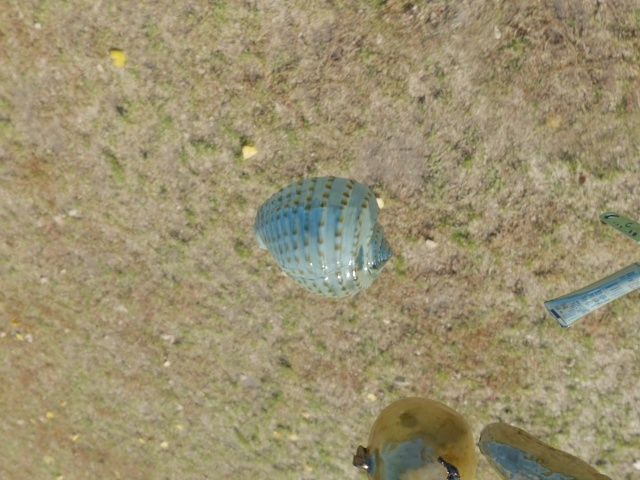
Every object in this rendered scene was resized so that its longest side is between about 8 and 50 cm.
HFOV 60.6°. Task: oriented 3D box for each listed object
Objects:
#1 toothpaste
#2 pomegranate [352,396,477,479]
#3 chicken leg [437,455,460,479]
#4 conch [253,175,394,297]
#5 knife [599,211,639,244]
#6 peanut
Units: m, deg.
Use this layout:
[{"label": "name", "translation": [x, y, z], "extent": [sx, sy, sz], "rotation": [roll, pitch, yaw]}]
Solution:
[{"label": "toothpaste", "translation": [0.610, 0.113, 1.189], "extent": [0.069, 0.047, 0.268], "rotation": [29, 138, -14]}, {"label": "pomegranate", "translation": [0.246, 0.529, 1.330], "extent": [0.308, 0.307, 0.307], "rotation": [13, 128, 17]}, {"label": "chicken leg", "translation": [0.260, 0.464, 1.082], "extent": [0.036, 0.021, 0.083], "rotation": [-18, 95, 39]}, {"label": "conch", "translation": [0.005, 0.011, 1.281], "extent": [0.320, 0.215, 0.302], "rotation": [-10, 136, 0]}, {"label": "knife", "translation": [0.676, -0.005, 1.128], "extent": [0.043, 0.293, 0.020], "rotation": [-44, 113, 8]}, {"label": "peanut", "translation": [0.337, 0.345, 0.825], "extent": [0.214, 0.099, 0.099], "rotation": [9, 130, 46]}]
